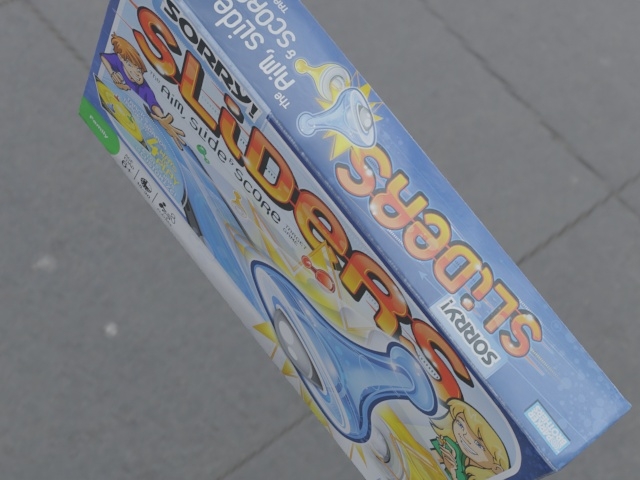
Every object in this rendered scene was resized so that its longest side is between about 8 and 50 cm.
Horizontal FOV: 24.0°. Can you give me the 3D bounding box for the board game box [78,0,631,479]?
[{"bbox_3d":[0.000,0.000,0.500,0.035,0.136,0.201,-36,84,-23],"label":"board game box"}]
